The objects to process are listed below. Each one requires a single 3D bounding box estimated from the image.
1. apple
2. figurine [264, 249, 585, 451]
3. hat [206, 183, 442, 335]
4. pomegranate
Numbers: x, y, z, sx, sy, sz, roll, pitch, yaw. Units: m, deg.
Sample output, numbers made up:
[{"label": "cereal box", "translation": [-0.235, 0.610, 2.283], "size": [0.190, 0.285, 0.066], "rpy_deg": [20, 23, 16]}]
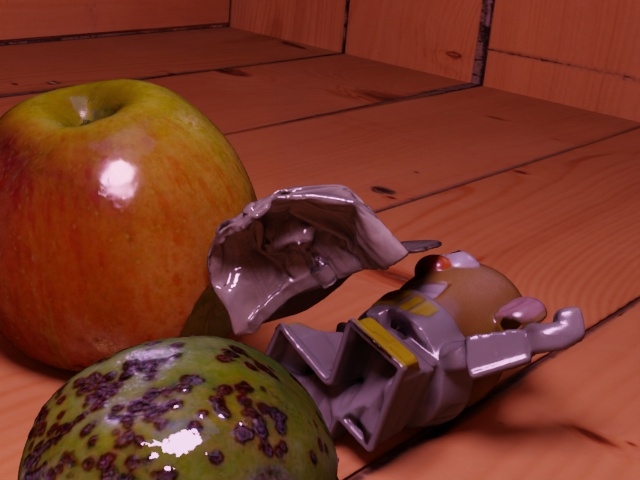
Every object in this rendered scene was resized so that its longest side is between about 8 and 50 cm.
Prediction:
[{"label": "apple", "translation": [-0.232, -0.018, 1.136], "size": [0.340, 0.339, 0.339], "rpy_deg": [5, 21, -2]}, {"label": "figurine", "translation": [0.109, 0.110, 1.063], "size": [0.285, 0.167, 0.342], "rpy_deg": [-16, 25, -38]}, {"label": "hat", "translation": [0.000, 0.000, 1.063], "size": [0.214, 0.149, 0.245], "rpy_deg": [-26, 6, 22]}, {"label": "pomegranate", "translation": [-0.117, 0.190, 0.710], "size": [0.271, 0.254, 0.254], "rpy_deg": [-11, 22, -5]}]
